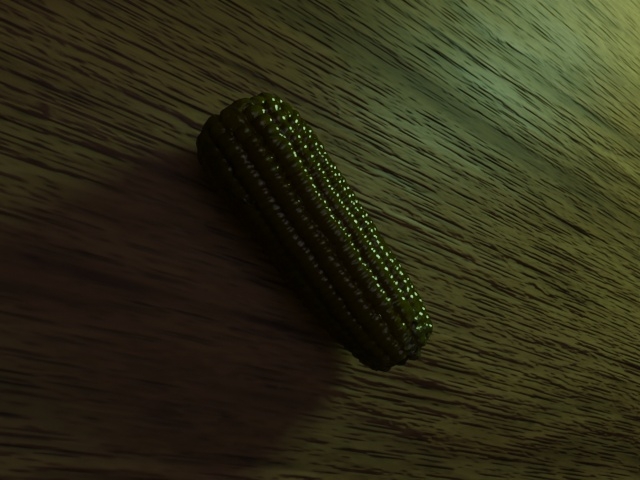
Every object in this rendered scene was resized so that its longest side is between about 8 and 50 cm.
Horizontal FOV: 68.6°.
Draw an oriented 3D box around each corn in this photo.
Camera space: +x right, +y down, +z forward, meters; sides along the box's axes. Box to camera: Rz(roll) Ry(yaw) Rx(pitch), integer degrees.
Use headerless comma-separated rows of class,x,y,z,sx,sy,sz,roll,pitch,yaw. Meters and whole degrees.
corn,0.000,0.000,0.529,0.131,0.131,0.344,-41,103,-29
